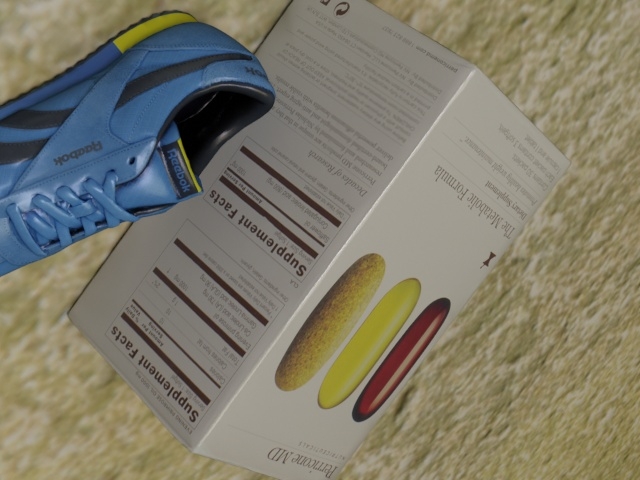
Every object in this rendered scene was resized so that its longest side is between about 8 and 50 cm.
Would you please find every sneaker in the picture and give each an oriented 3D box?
[{"bbox_3d":[-0.115,-0.033,0.599,0.209,0.082,0.069,-38,143,-14],"label":"sneaker"}]

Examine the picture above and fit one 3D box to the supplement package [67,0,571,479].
[{"bbox_3d":[0.000,0.000,0.698,0.244,0.134,0.139,-54,142,4],"label":"supplement package"}]
